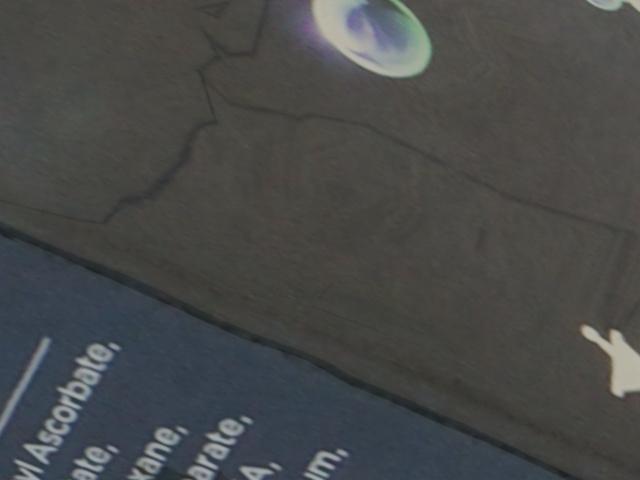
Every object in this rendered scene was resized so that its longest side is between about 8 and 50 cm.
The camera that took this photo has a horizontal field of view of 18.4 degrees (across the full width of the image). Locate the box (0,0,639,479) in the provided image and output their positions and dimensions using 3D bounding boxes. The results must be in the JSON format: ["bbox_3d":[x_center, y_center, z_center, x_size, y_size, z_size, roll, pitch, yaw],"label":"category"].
[{"bbox_3d":[0.000,0.000,0.498,0.395,0.212,0.294,23,-139,-12],"label":"box"}]
